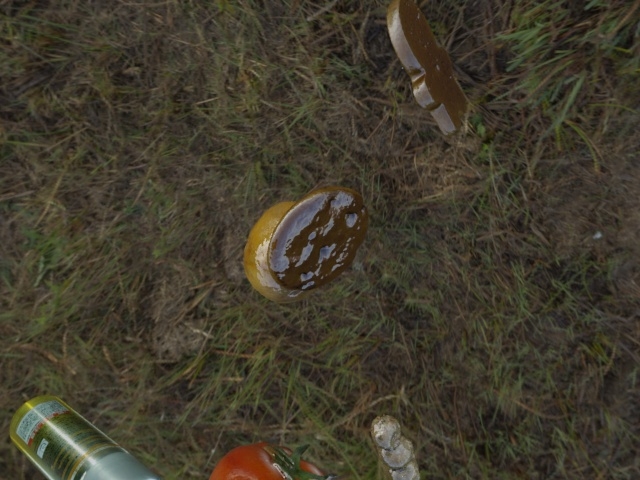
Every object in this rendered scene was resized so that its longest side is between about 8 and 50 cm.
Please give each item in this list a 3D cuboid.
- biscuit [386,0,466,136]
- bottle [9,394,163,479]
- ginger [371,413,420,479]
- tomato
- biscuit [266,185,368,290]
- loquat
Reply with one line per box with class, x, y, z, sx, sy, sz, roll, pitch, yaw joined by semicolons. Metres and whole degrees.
biscuit;0.177;-0.292;0.944;0.039;0.180;0.236;-16;118;35
bottle;-0.296;0.277;0.705;0.286;0.082;0.082;10;112;42
ginger;0.177;0.510;1.364;0.104;0.080;0.204;4;125;37
tomato;-0.092;0.498;1.045;0.255;0.256;0.225;28;95;-1
biscuit;0.000;0.000;0.971;0.036;0.212;0.212;39;114;39
loquat;-0.069;0.024;1.223;0.238;0.238;0.193;-42;109;17
